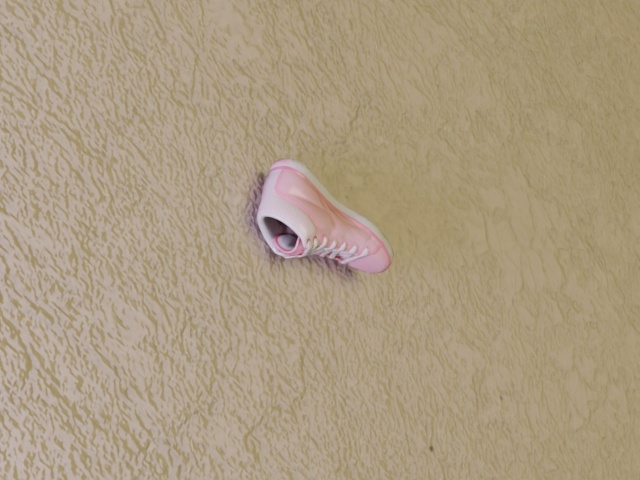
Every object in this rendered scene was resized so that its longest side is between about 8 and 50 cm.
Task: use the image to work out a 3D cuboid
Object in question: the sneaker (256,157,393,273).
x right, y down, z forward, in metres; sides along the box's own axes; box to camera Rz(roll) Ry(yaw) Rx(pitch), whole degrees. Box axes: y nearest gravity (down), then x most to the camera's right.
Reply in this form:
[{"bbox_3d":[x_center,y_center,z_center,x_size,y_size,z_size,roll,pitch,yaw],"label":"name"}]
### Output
[{"bbox_3d":[0.000,0.000,1.190,0.134,0.051,0.070,42,49,-24],"label":"sneaker"}]
